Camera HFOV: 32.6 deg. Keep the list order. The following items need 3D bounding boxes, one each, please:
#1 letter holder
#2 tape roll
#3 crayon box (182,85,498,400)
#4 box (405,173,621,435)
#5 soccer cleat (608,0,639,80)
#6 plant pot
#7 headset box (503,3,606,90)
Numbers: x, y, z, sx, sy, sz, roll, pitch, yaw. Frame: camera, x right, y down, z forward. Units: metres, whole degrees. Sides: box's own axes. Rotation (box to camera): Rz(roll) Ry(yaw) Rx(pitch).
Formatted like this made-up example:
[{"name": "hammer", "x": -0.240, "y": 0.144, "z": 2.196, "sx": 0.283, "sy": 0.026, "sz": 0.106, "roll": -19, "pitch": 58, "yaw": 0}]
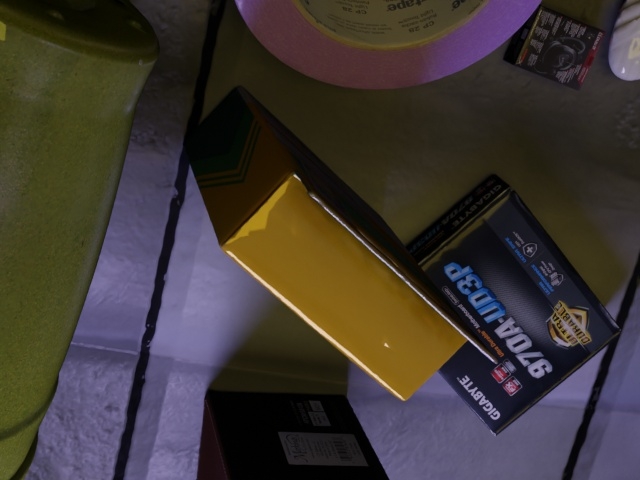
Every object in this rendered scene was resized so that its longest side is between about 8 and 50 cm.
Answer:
[{"name": "letter holder", "x": -0.026, "y": 0.306, "z": 1.021, "sx": 0.152, "sy": 0.302, "sz": 0.214, "roll": 4, "pitch": 109, "yaw": -15}, {"name": "tape roll", "x": 0.056, "y": -0.258, "z": 0.890, "sx": 0.275, "sy": 0.090, "sz": 0.274, "roll": -5, "pitch": 136, "yaw": -5}, {"name": "crayon box", "x": 0.000, "y": 0.000, "z": 0.901, "sx": 0.083, "sy": 0.323, "sz": 0.203, "roll": -46, "pitch": 113, "yaw": 6}, {"name": "box", "x": 0.178, "y": 0.068, "z": 1.118, "sx": 0.175, "sy": 0.051, "sz": 0.220, "roll": -40, "pitch": 114, "yaw": 3}, {"name": "soccer cleat", "x": 0.344, "y": -0.235, "z": 1.031, "sx": 0.068, "sy": 0.076, "sz": 0.196, "roll": 31, "pitch": 100, "yaw": -22}, {"name": "plant pot", "x": -0.297, "y": -0.049, "z": 0.766, "sx": 0.367, "sy": 0.366, "sz": 0.353, "roll": 25, "pitch": 109, "yaw": -21}, {"name": "headset box", "x": 0.227, "y": -0.184, "z": 1.046, "sx": 0.083, "sy": 0.032, "sz": 0.062, "roll": 16, "pitch": 106, "yaw": -19}]
